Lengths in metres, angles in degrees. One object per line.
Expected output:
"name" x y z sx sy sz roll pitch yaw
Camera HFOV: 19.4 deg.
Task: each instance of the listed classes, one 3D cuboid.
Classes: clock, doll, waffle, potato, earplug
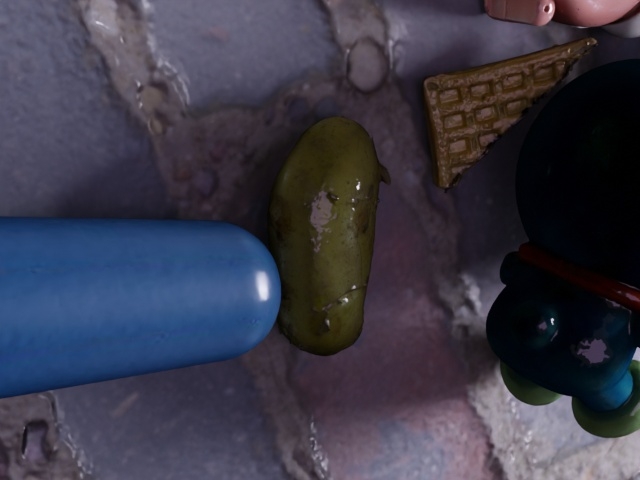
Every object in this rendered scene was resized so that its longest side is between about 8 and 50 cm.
"clock" 0.222 -0.243 1.498 0.162 0.092 0.166 -6 103 -31
"doll" 0.241 -0.009 1.495 0.186 0.198 0.322 26 84 -57
"waffle" 0.157 -0.104 1.510 0.152 0.023 0.097 -16 109 -9
"potato" 0.000 0.000 1.434 0.105 0.085 0.188 -19 115 -48
"earplug" -0.152 0.041 1.336 0.273 0.132 0.132 -4 103 -32
